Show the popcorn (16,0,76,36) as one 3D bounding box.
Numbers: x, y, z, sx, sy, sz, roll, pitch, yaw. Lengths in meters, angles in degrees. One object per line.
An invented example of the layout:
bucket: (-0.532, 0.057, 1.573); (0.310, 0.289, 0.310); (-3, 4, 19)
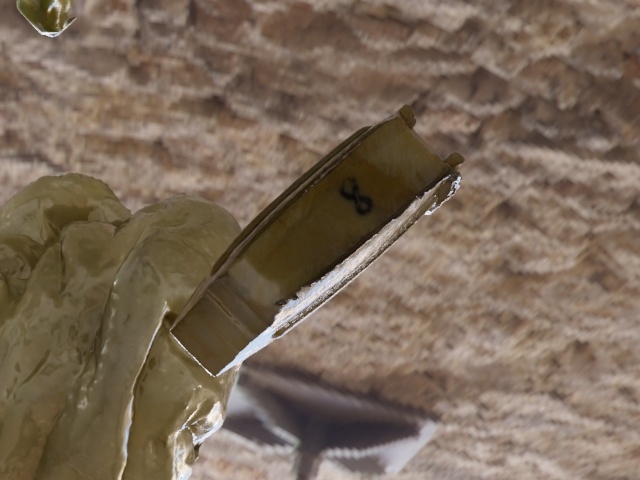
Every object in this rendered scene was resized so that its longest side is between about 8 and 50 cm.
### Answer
popcorn: (-0.167, -0.364, 1.308); (0.321, 0.326, 0.290); (-35, -105, 27)

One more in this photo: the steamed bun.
steamed bun: (-0.240, 0.091, 1.432); (0.230, 0.372, 0.324); (28, -104, -43)

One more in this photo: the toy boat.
toy boat: (0.000, 0.000, 0.941); (0.068, 0.088, 0.226); (46, -126, 2)
